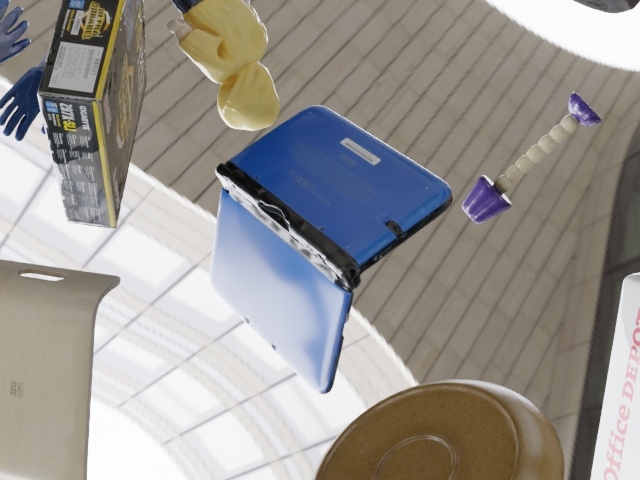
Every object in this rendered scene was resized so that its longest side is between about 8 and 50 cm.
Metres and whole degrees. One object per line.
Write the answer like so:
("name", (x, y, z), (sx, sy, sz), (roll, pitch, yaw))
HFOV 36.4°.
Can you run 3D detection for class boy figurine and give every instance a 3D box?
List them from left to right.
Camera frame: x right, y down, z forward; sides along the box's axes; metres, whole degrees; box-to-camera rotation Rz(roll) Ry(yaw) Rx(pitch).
("boy figurine", (-0.137, -0.285, 1.324), (0.285, 0.092, 0.177), (62, -144, -17))

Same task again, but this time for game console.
("game console", (0.000, 0.000, 1.229), (0.250, 0.173, 0.293), (-36, -135, -16))

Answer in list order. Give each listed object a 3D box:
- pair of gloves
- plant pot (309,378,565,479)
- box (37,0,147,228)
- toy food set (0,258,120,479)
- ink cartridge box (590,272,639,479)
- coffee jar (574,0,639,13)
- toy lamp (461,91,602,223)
("pair of gloves", (-0.438, -0.242, 1.383), (0.198, 0.023, 0.159), (54, -127, -39))
("plant pot", (0.082, 0.198, 0.807), (0.032, 0.236, 0.236), (58, -132, -30))
("box", (-0.286, -0.201, 1.266), (0.079, 0.322, 0.257), (7, -117, -5))
("toy food set", (-0.367, 0.186, 1.278), (0.092, 0.220, 0.306), (-11, -74, -66))
("ink cartridge box", (0.461, 0.214, 0.949), (0.160, 0.385, 0.279), (-4, -71, -26))
("coffee jar", (0.286, -0.320, 1.032), (0.096, 0.079, 0.184), (14, -137, -18))
("toy lamp", (0.359, -0.136, 1.683), (0.080, 0.275, 0.080), (41, -164, -15))
